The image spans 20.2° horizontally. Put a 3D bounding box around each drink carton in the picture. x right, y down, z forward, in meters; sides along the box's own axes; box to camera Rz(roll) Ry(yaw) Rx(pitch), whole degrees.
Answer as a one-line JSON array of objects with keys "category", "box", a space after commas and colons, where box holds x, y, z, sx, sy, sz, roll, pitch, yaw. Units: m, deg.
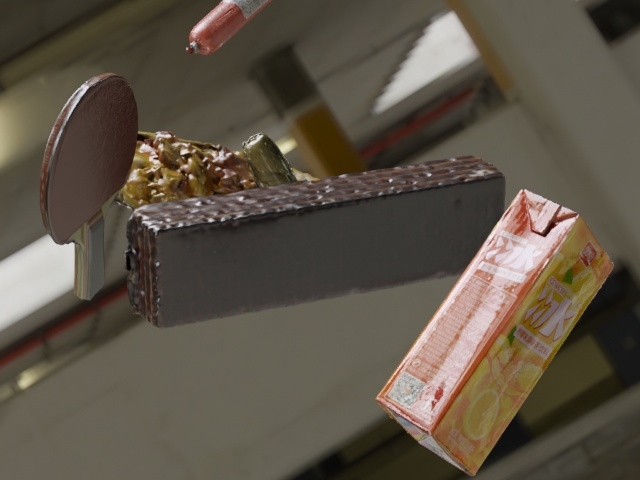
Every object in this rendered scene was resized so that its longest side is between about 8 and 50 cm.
[{"category": "drink carton", "box": [0.148, 0.076, 1.504, 0.223, 0.071, 0.096, -54, -39, -10]}]

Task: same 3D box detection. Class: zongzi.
[{"category": "zongzi", "box": [-0.044, -0.065, 1.809, 0.040, 0.076, 0.083, -29, 27, -6]}]

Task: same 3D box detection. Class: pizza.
[{"category": "pizza", "box": [-0.124, -0.067, 1.971, 0.305, 0.161, 0.085, 15, -65, -25]}]

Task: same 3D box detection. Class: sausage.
[{"category": "sausage", "box": [-0.054, -0.238, 1.698, 0.034, 0.034, 0.253, -37, 9, 48]}]

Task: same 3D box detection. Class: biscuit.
[{"category": "biscuit", "box": [0.000, 0.000, 1.748, 0.388, 0.107, 0.073, -9, 23, -22]}]

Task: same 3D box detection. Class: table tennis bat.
[{"category": "table tennis bat", "box": [-0.190, -0.040, 1.478, 0.130, 0.019, 0.220, -49, -26, -43]}]
